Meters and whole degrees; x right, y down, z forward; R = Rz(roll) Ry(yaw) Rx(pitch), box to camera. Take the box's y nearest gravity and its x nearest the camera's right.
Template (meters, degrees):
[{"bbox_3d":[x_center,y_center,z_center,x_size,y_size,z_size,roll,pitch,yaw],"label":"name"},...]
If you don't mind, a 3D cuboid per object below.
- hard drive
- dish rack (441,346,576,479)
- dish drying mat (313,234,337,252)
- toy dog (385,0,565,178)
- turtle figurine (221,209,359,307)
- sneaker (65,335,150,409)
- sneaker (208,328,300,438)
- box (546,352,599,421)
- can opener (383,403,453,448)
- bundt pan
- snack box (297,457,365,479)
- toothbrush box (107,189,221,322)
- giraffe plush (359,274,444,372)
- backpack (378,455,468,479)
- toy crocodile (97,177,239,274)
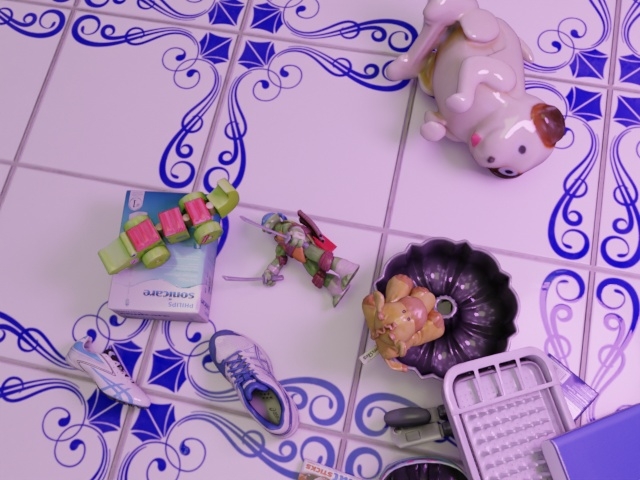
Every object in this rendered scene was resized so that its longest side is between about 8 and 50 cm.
[{"bbox_3d":[0.603,0.468,1.343,0.319,0.040,0.210,-7,71,-32],"label":"hard drive"},{"bbox_3d":[0.388,0.399,1.337,0.286,0.072,0.332,-8,70,-27],"label":"dish rack"},{"bbox_3d":[0.000,0.000,1.642,0.083,0.008,0.032,40,78,15],"label":"dish drying mat"},{"bbox_3d":[0.404,-0.338,1.617,0.396,0.284,0.407,-8,65,-37],"label":"toy dog"},{"bbox_3d":[-0.065,0.059,1.534,0.266,0.275,0.197,33,111,9],"label":"turtle figurine"},{"bbox_3d":[-0.484,0.307,1.535,0.237,0.085,0.086,33,82,12],"label":"sneaker"},{"bbox_3d":[-0.151,0.309,1.488,0.112,0.131,0.296,-41,73,-7],"label":"sneaker"},{"bbox_3d":[0.485,0.376,1.463,0.225,0.036,0.136,-43,66,-11],"label":"box"},{"bbox_3d":[0.282,0.388,1.444,0.281,0.093,0.074,-14,58,6],"label":"can opener"},{"bbox_3d":[0.277,0.165,1.509,0.331,0.124,0.330,-1,71,4],"label":"bundt pan"},{"bbox_3d":[0.039,0.540,1.455,0.178,0.022,0.064,17,73,10],"label":"snack box"},{"bbox_3d":[-0.367,0.040,1.592,0.217,0.126,0.295,2,72,3],"label":"toothbrush box"},{"bbox_3d":[0.157,0.165,1.363,0.181,0.170,0.210,35,78,14],"label":"giraffe plush"},{"bbox_3d":[0.218,0.568,1.343,0.225,0.191,0.253,-7,81,6],"label":"backpack"},{"bbox_3d":[-0.338,-0.029,1.492,0.341,0.105,0.115,-26,74,-6],"label":"toy crocodile"}]
